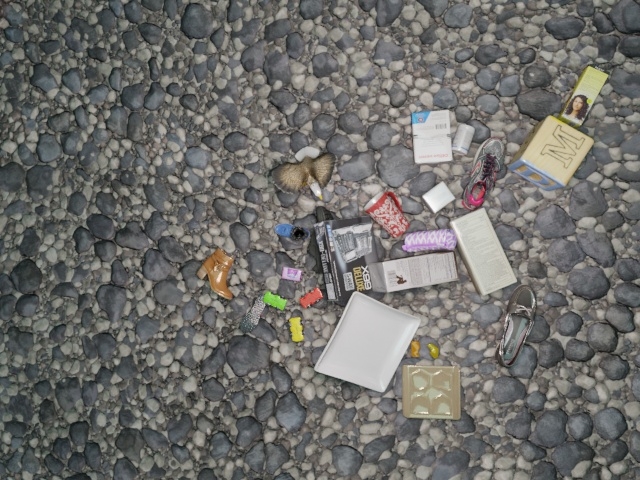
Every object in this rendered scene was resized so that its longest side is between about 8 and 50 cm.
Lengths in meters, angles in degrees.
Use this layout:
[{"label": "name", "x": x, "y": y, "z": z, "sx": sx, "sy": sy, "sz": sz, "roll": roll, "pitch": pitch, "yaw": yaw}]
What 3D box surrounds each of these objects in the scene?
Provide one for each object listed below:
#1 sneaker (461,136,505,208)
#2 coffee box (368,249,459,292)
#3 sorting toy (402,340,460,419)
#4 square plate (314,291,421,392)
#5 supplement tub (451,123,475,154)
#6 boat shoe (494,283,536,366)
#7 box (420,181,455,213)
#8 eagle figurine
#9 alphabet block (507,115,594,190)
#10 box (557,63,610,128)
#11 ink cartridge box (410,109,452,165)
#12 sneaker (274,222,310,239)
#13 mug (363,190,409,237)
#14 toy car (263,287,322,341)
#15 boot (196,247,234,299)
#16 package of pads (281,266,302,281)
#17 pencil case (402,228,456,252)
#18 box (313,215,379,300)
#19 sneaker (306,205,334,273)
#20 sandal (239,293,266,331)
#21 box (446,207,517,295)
[{"label": "sneaker", "x": 0.655, "y": -0.262, "z": 1.867, "sx": 0.120, "sy": 0.112, "sz": 0.300, "roll": 19, "pitch": 90, "yaw": 7}, {"label": "coffee box", "x": 0.356, "y": 0.118, "z": 1.821, "sx": 0.296, "sy": 0.168, "sz": 0.119, "roll": -9, "pitch": 87, "yaw": -14}, {"label": "sorting toy", "x": 0.444, "y": 0.561, "z": 1.911, "sx": 0.228, "sy": 0.041, "sz": 0.308, "roll": 0, "pitch": 88, "yaw": 11}, {"label": "square plate", "x": 0.187, "y": 0.402, "z": 1.870, "sx": 0.347, "sy": 0.049, "sz": 0.344, "roll": 25, "pitch": 94, "yaw": -25}, {"label": "supplement tub", "x": 0.570, "y": -0.403, "z": 1.900, "sx": 0.070, "sy": 0.071, "sz": 0.107, "roll": 20, "pitch": 91, "yaw": 7}, {"label": "boat shoe", "x": 0.771, "y": 0.337, "z": 1.846, "sx": 0.112, "sy": 0.095, "sz": 0.336, "roll": 18, "pitch": 91, "yaw": 7}, {"label": "box", "x": 0.466, "y": -0.169, "z": 1.891, "sx": 0.101, "sy": 0.102, "sz": 0.087, "roll": -36, "pitch": 87, "yaw": 5}, {"label": "eagle figurine", "x": -0.046, "y": -0.259, "z": 1.853, "sx": 0.225, "sy": 0.298, "sz": 0.226, "roll": 32, "pitch": 92, "yaw": 7}, {"label": "alphabet block", "x": 0.869, "y": -0.326, "z": 1.805, "sx": 0.193, "sy": 0.192, "sz": 0.197, "roll": 33, "pitch": 94, "yaw": 4}, {"label": "box", "x": 1.029, "y": -0.565, "z": 1.857, "sx": 0.087, "sy": 0.058, "sz": 0.233, "roll": 27, "pitch": 91, "yaw": 6}, {"label": "ink cartridge box", "x": 0.444, "y": -0.409, "z": 1.906, "sx": 0.148, "sy": 0.086, "sz": 0.203, "roll": -3, "pitch": 89, "yaw": 6}, {"label": "sneaker", "x": -0.122, "y": -0.039, "z": 1.964, "sx": 0.152, "sy": 0.084, "sz": 0.058, "roll": 15, "pitch": 90, "yaw": 7}, {"label": "mug", "x": 0.282, "y": -0.112, "z": 1.899, "sx": 0.150, "sy": 0.113, "sz": 0.169, "roll": -45, "pitch": 99, "yaw": -9}, {"label": "toy car", "x": -0.128, "y": 0.274, "z": 1.974, "sx": 0.224, "sy": 0.053, "sz": 0.239, "roll": 24, "pitch": 91, "yaw": 7}, {"label": "boot", "x": -0.412, "y": 0.141, "z": 2.002, "sx": 0.197, "sy": 0.073, "sz": 0.152, "roll": 40, "pitch": 89, "yaw": 3}, {"label": "package of pads", "x": -0.120, "y": 0.140, "z": 1.986, "sx": 0.083, "sy": 0.032, "sz": 0.050, "roll": 10, "pitch": 91, "yaw": 7}, {"label": "pencil case", "x": 0.428, "y": 0.005, "z": 1.851, "sx": 0.088, "sy": 0.206, "sz": 0.086, "roll": -49, "pitch": 118, "yaw": -36}, {"label": "box", "x": 0.114, "y": 0.067, "z": 1.872, "sx": 0.242, "sy": 0.076, "sz": 0.308, "roll": -8, "pitch": 86, "yaw": -35}, {"label": "sneaker", "x": 0.000, "y": 0.000, "z": 1.944, "sx": 0.130, "sy": 0.109, "sz": 0.287, "roll": -11, "pitch": 80, "yaw": 23}, {"label": "sandal", "x": -0.276, "y": 0.309, "z": 2.002, "sx": 0.067, "sy": 0.040, "sz": 0.179, "roll": 31, "pitch": 78, "yaw": 1}, {"label": "box", "x": 0.626, "y": 0.042, "z": 1.857, "sx": 0.147, "sy": 0.121, "sz": 0.311, "roll": -22, "pitch": 86, "yaw": 6}]
